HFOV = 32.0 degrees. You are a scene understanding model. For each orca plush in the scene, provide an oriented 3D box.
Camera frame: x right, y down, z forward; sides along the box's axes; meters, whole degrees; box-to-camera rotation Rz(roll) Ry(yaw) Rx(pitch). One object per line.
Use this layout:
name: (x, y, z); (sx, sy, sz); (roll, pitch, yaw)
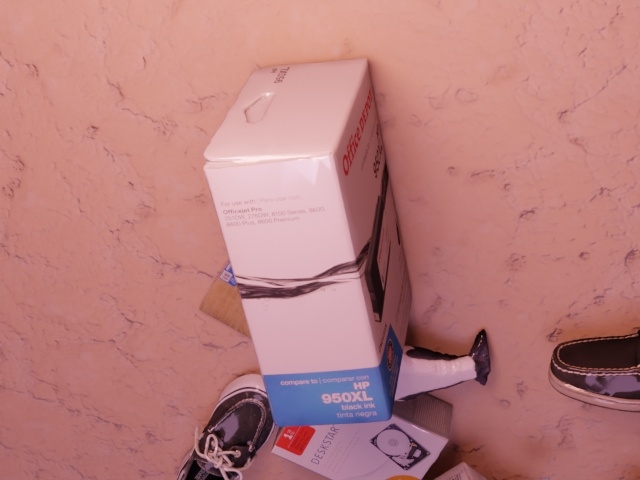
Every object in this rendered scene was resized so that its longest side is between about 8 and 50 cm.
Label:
orca plush: (0.106, 0.168, 1.661); (0.287, 0.102, 0.151); (-15, 132, -6)

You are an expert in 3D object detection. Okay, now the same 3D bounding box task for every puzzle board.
puzzle board: (-0.119, 0.084, 1.720); (0.096, 0.011, 0.128); (30, 123, -6)

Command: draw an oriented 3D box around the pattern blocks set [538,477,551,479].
pattern blocks set: (0.256, 0.481, 1.789); (0.285, 0.026, 0.325); (-16, 145, -9)

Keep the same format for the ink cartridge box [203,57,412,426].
ink cartridge box: (0.000, 0.000, 1.456); (0.166, 0.285, 0.395); (-5, 121, 14)

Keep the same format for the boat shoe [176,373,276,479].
boat shoe: (-0.162, 0.345, 1.840); (0.113, 0.105, 0.306); (35, 123, -10)

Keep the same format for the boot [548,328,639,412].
boot: (0.493, 0.085, 1.504); (0.377, 0.138, 0.284); (-1, 119, 18)

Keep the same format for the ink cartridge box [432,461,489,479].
ink cartridge box: (0.226, 0.463, 1.798); (0.189, 0.066, 0.232); (-36, 124, 20)

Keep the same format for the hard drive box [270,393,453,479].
hard drive box: (0.065, 0.299, 1.768); (0.232, 0.089, 0.181); (24, 124, -3)
